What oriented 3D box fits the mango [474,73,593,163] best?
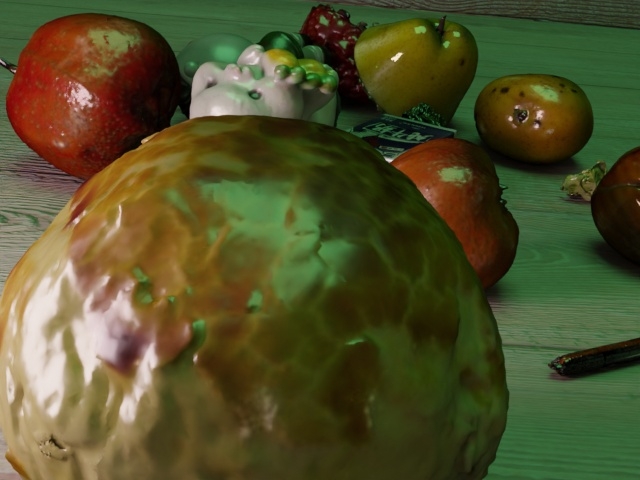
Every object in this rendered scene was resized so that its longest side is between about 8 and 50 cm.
[{"bbox_3d":[0.372,-0.228,1.952,0.191,0.160,0.290,-4,17,-1],"label":"mango"}]

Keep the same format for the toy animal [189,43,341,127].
[{"bbox_3d":[-0.100,-0.170,1.555,0.183,0.247,0.310,32,23,9],"label":"toy animal"}]

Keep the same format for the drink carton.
[{"bbox_3d":[0.102,-0.115,1.660,0.134,0.102,0.222,19,26,26],"label":"drink carton"}]

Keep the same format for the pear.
[{"bbox_3d":[0.211,-0.340,2.045,0.267,0.267,0.178,-17,-10,-46],"label":"pear"}]

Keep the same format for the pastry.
[{"bbox_3d":[-0.049,0.071,0.820,0.388,0.313,0.388,0,21,0],"label":"pastry"}]

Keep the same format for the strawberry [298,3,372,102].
[{"bbox_3d":[0.029,-0.378,2.227,0.280,0.150,0.253,30,-2,29],"label":"strawberry"}]

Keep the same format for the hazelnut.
[{"bbox_3d":[0.454,-0.044,1.481,0.182,0.182,0.182,5,20,-2],"label":"hazelnut"}]

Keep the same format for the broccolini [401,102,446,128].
[{"bbox_3d":[0.199,-0.172,1.927,0.091,0.068,0.203,-13,40,-12],"label":"broccolini"}]

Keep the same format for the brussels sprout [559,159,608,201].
[{"bbox_3d":[0.429,-0.091,1.740,0.085,0.058,0.085,-25,5,2],"label":"brussels sprout"}]

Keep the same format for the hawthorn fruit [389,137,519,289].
[{"bbox_3d":[0.124,-0.021,1.330,0.225,0.197,0.196,-15,18,11],"label":"hawthorn fruit"}]

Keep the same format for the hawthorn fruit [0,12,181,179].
[{"bbox_3d":[-0.364,-0.230,1.612,0.300,0.254,0.254,24,23,6],"label":"hawthorn fruit"}]

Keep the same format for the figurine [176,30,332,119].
[{"bbox_3d":[-0.127,-0.306,1.988,0.281,0.167,0.370,39,39,22],"label":"figurine"}]

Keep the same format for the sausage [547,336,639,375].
[{"bbox_3d":[0.324,0.123,1.181,0.198,0.025,0.028,-7,-8,-32],"label":"sausage"}]
